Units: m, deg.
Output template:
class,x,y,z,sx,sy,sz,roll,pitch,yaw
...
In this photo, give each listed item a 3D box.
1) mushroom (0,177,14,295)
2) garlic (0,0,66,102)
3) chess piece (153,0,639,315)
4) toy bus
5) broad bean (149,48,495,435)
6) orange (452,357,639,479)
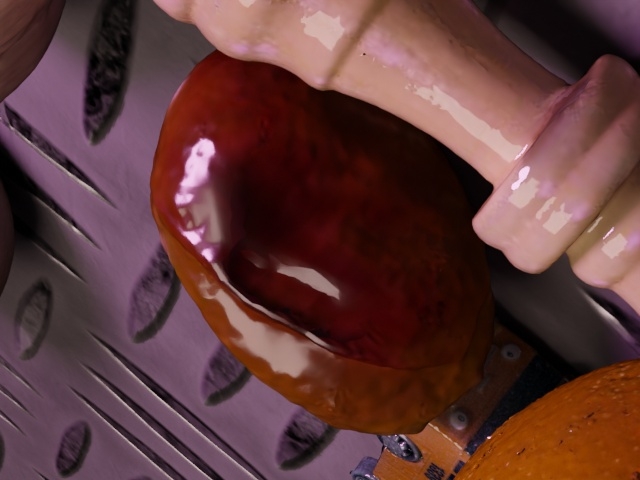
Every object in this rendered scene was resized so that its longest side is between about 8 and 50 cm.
class,x,y,z,sx,sy,sz,roll,pitch,yaw
mushroom,-0.396,-0.028,1.272,0.290,0.293,0.292,-119,6,-47
garlic,-0.265,-0.190,0.850,0.322,0.241,0.322,29,131,39
chess piece,0.114,-0.032,0.693,0.397,0.117,0.117,38,153,3
toy bus,0.090,0.126,0.975,0.103,0.091,0.182,37,154,10
broad bean,0.002,-0.002,0.853,0.228,0.156,0.122,52,-176,-11
orange,0.170,0.192,0.778,0.274,0.274,0.274,32,152,19
